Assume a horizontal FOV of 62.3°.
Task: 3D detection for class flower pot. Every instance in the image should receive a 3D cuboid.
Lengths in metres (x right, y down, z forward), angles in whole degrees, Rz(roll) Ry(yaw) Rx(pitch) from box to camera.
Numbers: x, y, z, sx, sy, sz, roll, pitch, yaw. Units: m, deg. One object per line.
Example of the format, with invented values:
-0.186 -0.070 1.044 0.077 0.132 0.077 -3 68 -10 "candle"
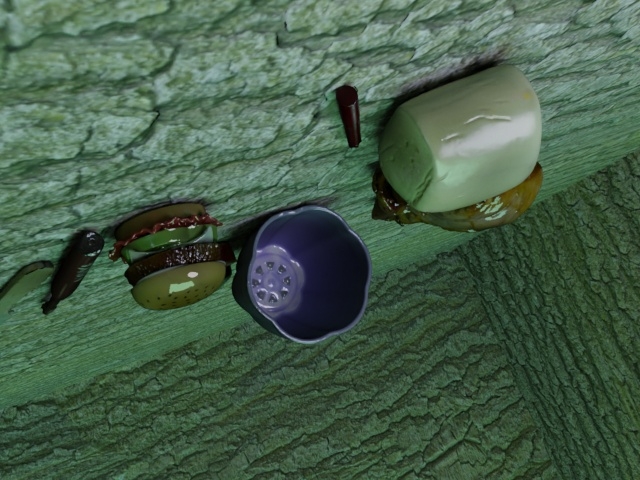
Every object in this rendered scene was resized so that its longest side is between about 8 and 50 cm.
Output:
-0.069 0.076 1.092 0.265 0.265 0.243 -16 180 -30 "flower pot"

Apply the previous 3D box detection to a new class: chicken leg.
0.196 -0.096 1.027 0.295 0.181 0.409 -5 179 -28 "chicken leg"

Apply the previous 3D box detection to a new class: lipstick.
0.039 -0.152 0.682 0.027 0.027 0.176 -22 171 3 "lipstick"

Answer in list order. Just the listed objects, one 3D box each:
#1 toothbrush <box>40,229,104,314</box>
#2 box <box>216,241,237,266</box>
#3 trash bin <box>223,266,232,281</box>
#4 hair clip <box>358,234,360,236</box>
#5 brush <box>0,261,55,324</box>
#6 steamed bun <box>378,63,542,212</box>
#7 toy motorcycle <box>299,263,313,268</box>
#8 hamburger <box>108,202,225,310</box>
-0.408 0.066 0.851 0.041 0.040 0.364 -13 167 -39 "toothbrush"
-0.260 0.048 1.024 0.112 0.048 0.175 -28 168 28 "box"
-0.268 0.088 1.190 0.116 0.059 0.130 -15 169 -25 "trash bin"
0.066 0.015 1.559 0.115 0.039 0.030 -22 175 -10 "hair clip"
-0.521 0.104 0.865 0.337 0.020 0.085 -30 167 33 "brush"
0.193 -0.125 0.763 0.200 0.154 0.250 -21 167 -4 "steamed bun"
-0.022 0.094 1.337 0.108 0.204 0.239 -38 175 -3 "toy motorcycle"
-0.221 0.033 0.791 0.175 0.136 0.175 -18 172 -3 "hamburger"
